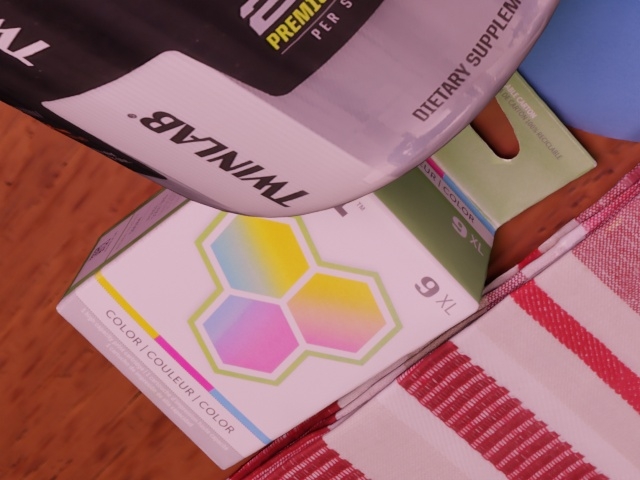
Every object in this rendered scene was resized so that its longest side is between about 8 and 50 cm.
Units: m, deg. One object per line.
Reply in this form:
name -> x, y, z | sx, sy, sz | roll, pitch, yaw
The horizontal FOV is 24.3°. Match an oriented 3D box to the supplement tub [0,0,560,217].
supplement tub -> -0.091, -0.156, 0.405 | 0.207, 0.207, 0.338 | -35, 139, 25

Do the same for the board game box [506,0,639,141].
board game box -> 0.124, -0.106, 0.560 | 0.133, 0.033, 0.169 | 4, 142, 23

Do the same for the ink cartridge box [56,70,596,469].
ink cartridge box -> 0.000, 0.000, 0.624 | 0.209, 0.062, 0.109 | -35, 108, 29

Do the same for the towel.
towel -> 0.118, 0.127, 0.697 | 0.237, 0.037, 0.329 | 41, 119, -16
